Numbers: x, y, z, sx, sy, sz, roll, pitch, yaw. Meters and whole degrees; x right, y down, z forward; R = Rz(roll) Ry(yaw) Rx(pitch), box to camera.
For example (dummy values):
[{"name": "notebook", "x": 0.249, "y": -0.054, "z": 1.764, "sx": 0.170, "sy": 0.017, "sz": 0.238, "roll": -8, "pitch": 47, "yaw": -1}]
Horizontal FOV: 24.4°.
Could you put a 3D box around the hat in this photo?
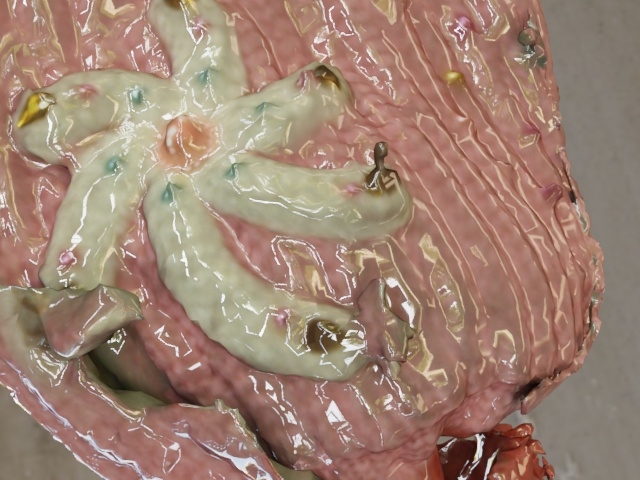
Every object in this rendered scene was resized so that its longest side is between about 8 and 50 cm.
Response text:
[{"name": "hat", "x": 0.000, "y": 0.000, "z": 0.450, "sx": 0.286, "sy": 0.236, "sz": 0.107, "roll": 69, "pitch": 160, "yaw": 2}]
